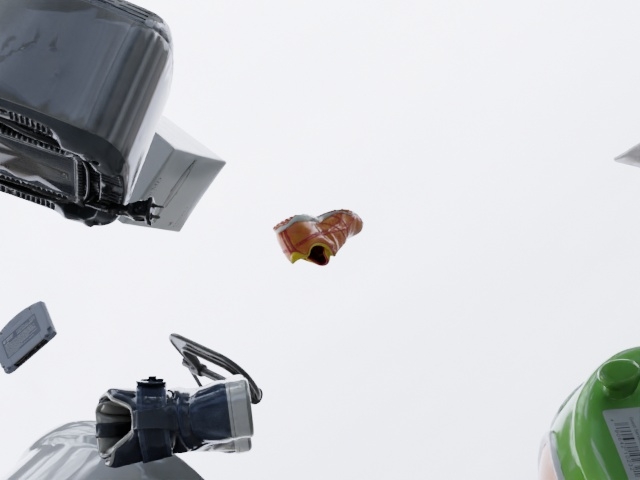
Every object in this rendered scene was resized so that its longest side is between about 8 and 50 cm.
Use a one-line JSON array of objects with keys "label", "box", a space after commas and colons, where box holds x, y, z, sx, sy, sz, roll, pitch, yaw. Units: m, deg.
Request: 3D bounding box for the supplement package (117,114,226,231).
[{"label": "supplement package", "box": [-0.198, -0.082, 1.948, 0.105, 0.105, 0.179, -55, -14, 8]}]

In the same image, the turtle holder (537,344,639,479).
[{"label": "turtle holder", "box": [0.355, 0.223, 1.732, 0.320, 0.243, 0.227, -34, -16, -40]}]

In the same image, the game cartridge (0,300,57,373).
[{"label": "game cartridge", "box": [-0.345, 0.111, 2.031, 0.083, 0.056, 0.017, -39, -33, 17]}]

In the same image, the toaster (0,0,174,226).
[{"label": "toaster", "box": [-0.206, -0.112, 1.329, 0.129, 0.227, 0.146, 100, -170, -61]}]

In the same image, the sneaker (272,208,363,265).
[{"label": "sneaker", "box": [0.000, 0.000, 2.171, 0.064, 0.067, 0.175, -26, -7, 33]}]

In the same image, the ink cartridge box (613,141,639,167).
[{"label": "ink cartridge box", "box": [0.327, -0.025, 1.378, 0.181, 0.061, 0.104, 16, -14, -10]}]

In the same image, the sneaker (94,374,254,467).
[{"label": "sneaker", "box": [-0.154, 0.191, 1.838, 0.163, 0.086, 0.226, -9, -12, -4]}]

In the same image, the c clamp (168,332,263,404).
[{"label": "c clamp", "box": [-0.125, 0.162, 2.140, 0.022, 0.161, 0.137, -50, -49, -20]}]

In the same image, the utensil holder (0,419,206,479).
[{"label": "utensil holder", "box": [-0.302, 0.429, 1.836, 0.385, 0.328, 0.327, -43, -17, -47]}]
